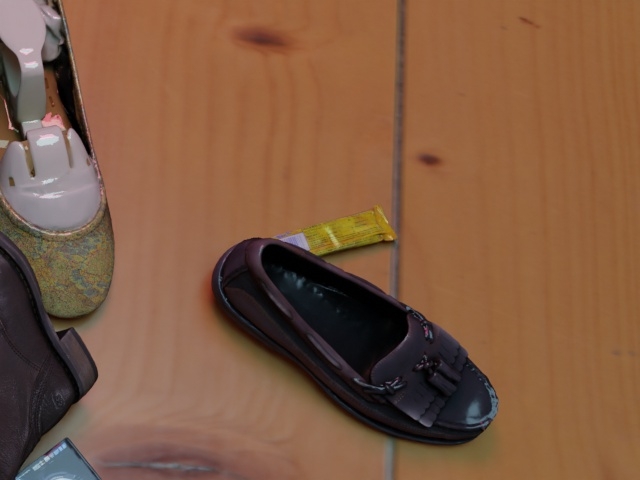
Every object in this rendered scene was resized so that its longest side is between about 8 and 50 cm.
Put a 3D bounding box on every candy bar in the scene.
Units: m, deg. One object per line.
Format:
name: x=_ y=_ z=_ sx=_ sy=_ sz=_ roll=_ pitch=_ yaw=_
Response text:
candy bar: x=0.000 y=0.000 z=1.398 sx=0.161 sy=0.018 sz=0.040 roll=-16 pitch=72 yaw=-24

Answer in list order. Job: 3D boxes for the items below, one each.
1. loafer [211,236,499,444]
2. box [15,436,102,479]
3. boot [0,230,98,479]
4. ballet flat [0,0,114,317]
loafer: x=0.041 y=0.094 z=1.323 sx=0.302 sy=0.095 sz=0.109 roll=32 pitch=67 yaw=-10
box: x=-0.228 y=0.218 z=1.223 sx=0.083 sy=0.018 sz=0.067 roll=-36 pitch=83 yaw=-29
boot: x=-0.300 y=0.120 z=1.136 sx=0.263 sy=0.091 sz=0.229 roll=53 pitch=48 yaw=-25
ballet flat: x=-0.258 y=-0.105 z=1.292 sx=0.123 sy=0.123 sz=0.349 roll=-8 pitch=72 yaw=-23
